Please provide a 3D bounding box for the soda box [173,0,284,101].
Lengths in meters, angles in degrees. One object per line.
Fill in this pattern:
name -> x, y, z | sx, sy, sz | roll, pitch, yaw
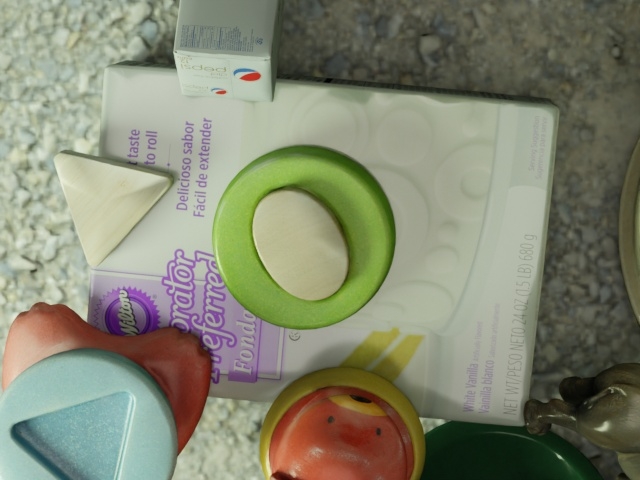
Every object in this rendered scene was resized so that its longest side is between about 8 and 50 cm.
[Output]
soda box -> -0.057, -0.211, 1.405 | 0.069, 0.074, 0.216 | 5, 69, 3

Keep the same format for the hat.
hat -> 0.136, 0.268, 1.521 | 0.173, 0.208, 0.183 | -13, 142, -16

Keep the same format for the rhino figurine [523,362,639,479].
rhino figurine -> 0.266, 0.164, 1.450 | 0.243, 0.106, 0.073 | 37, 60, -29

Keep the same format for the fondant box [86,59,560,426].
fondant box -> 0.000, 0.000, 1.467 | 0.330, 0.096, 0.238 | 5, 98, 3

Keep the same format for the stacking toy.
stacking toy -> -0.078, 0.078, 1.369 | 0.309, 0.130, 0.279 | 3, 100, 2

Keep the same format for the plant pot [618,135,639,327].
plant pot -> 0.357, -0.028, 1.297 | 0.334, 0.305, 0.334 | -1, 82, 10
